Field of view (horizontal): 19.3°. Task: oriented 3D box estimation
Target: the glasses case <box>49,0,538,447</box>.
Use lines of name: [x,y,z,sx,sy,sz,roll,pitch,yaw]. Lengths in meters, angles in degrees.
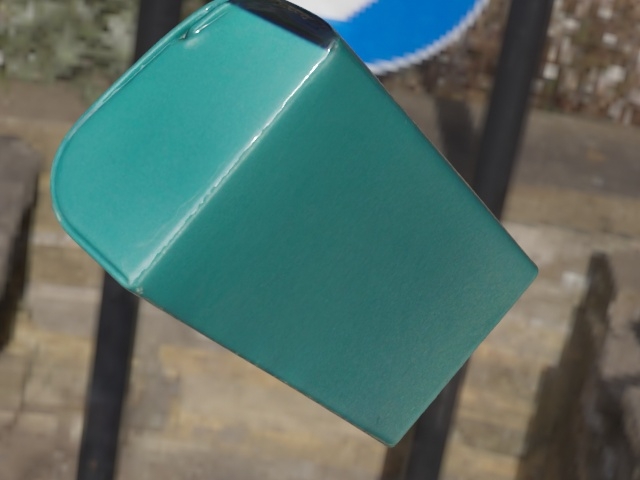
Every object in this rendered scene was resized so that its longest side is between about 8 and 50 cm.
glasses case: [0.001,-0.002,0.782,0.070,0.117,0.301,41,0,27]
